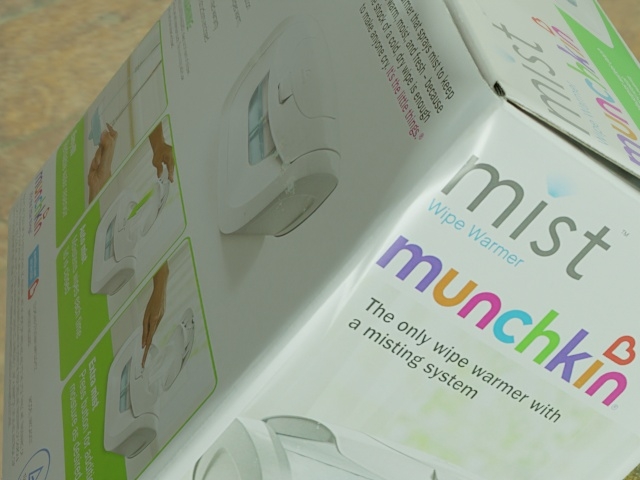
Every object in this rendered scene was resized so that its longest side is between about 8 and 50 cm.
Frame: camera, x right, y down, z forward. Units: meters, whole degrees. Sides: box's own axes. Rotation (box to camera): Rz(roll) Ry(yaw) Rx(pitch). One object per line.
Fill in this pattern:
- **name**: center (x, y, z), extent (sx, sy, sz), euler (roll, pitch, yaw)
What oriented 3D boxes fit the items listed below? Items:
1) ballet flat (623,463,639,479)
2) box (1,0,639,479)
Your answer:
- **ballet flat**: center (0.234, 0.158, 0.800), extent (0.349, 0.123, 0.123), euler (6, 95, -11)
- **box**: center (0.000, 0.000, 0.593), extent (0.127, 0.262, 0.231), euler (32, 111, -25)
